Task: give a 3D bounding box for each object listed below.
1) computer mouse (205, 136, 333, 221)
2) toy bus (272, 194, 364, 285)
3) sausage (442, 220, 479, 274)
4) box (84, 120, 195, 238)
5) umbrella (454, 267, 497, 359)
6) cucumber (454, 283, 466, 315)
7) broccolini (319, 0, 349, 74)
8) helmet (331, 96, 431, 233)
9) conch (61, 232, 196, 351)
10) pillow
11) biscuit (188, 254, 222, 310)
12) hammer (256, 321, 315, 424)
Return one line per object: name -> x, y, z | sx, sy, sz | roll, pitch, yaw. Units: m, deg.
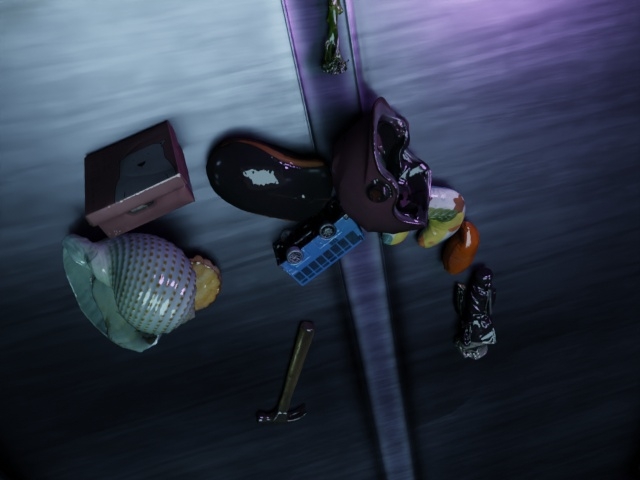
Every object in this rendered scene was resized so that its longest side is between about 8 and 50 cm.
computer mouse -> -0.115, -0.139, 1.266 | 0.323, 0.116, 0.183 | 13, 122, -24
toy bus -> 0.000, 0.000, 1.392 | 0.234, 0.116, 0.133 | -37, 123, 11
sausage -> 0.418, 0.020, 1.547 | 0.089, 0.089, 0.179 | 1, 128, -17
box -> -0.393, -0.131, 1.127 | 0.215, 0.215, 0.086 | -25, 136, -1
umbrella -> 0.518, 0.249, 1.716 | 0.113, 0.106, 0.358 | -7, 125, -7
cucumber -> 0.451, 0.193, 1.703 | 0.034, 0.033, 0.135 | -6, 124, -6
broccolini -> 0.026, -0.466, 1.122 | 0.058, 0.067, 0.216 | -37, 137, -40
helmet -> 0.130, -0.157, 1.255 | 0.197, 0.271, 0.338 | -16, 132, 32
conch -> -0.446, 0.098, 1.261 | 0.319, 0.215, 0.303 | 48, 128, 3
pillow -> 0.291, -0.063, 1.463 | 0.233, 0.086, 0.214 | 5, 132, -22
biscuit -> -0.326, 0.116, 1.406 | 0.118, 0.061, 0.183 | 5, 123, -22
hammer -> -0.092, 0.443, 1.703 | 0.168, 0.044, 0.440 | 5, 122, -18
